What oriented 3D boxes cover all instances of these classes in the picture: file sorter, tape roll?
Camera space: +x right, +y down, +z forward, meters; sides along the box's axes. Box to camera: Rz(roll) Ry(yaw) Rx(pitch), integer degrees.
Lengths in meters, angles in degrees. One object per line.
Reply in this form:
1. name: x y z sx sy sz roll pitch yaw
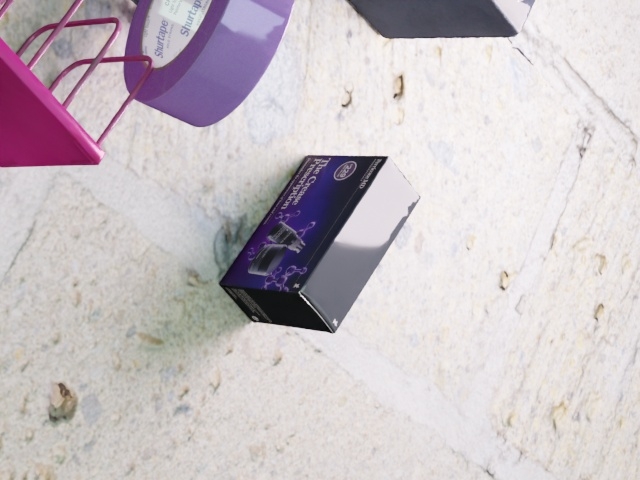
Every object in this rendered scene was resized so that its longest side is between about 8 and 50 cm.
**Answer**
1. file sorter: -0.376 -0.251 1.851 0.290 0.202 0.182 50 56 -36
2. tape roll: -0.142 -0.286 1.939 0.090 0.275 0.275 23 78 -30

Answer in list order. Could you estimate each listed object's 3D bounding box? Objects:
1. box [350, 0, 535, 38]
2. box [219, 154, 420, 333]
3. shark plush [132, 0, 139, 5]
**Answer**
1. box: 0.162 -0.626 2.259 0.480 0.297 0.472 42 64 -39
2. box: 0.000 0.000 2.246 0.103 0.184 0.261 52 60 -35
3. shark plush: -0.198 -0.301 2.104 0.161 0.067 0.073 49 62 -35
